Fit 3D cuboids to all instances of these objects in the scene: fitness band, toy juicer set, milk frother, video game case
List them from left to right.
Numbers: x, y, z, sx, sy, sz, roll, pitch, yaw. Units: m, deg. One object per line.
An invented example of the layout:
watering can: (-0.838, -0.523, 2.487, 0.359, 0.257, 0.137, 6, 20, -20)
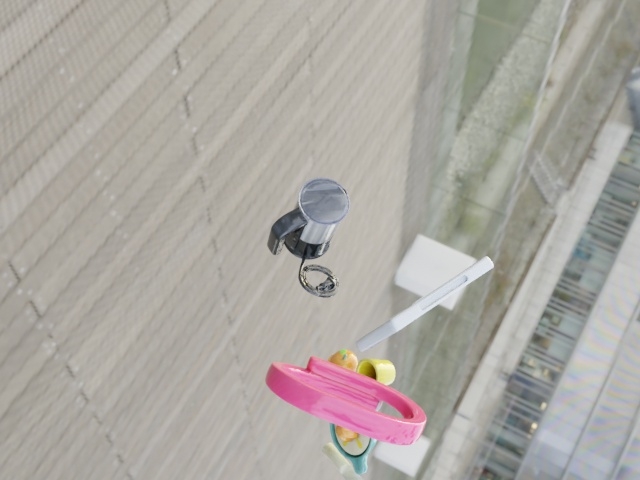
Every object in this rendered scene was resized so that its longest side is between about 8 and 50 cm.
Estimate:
milk frother: (0.000, 0.000, 1.432, 0.129, 0.143, 0.134, -46, 172, -27)
toy juicer set: (0.047, 0.391, 1.932, 0.090, 0.209, 0.328, -1, 102, -41)
fitness band: (0.044, 0.278, 1.579, 0.209, 0.291, 0.054, -89, -160, -82)
video game case: (0.154, 0.101, 1.370, 0.183, 0.023, 0.201, -31, 174, -19)
